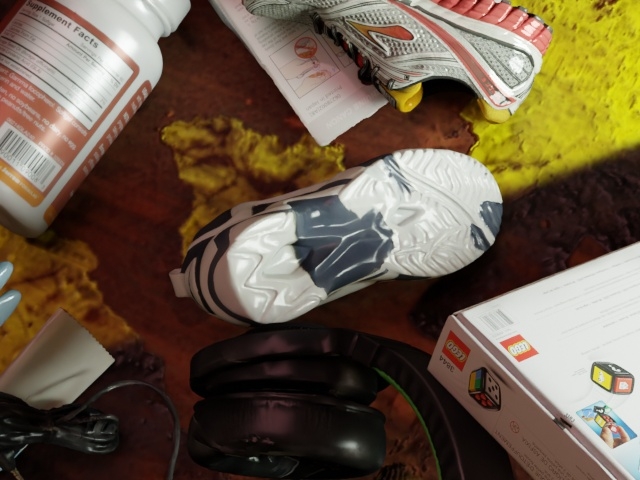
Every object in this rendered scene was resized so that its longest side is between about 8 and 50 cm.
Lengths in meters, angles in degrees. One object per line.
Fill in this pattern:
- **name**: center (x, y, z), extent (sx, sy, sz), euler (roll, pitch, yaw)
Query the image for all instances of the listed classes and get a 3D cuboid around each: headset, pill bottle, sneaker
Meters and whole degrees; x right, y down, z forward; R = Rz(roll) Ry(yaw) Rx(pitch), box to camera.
- **headset**: center (-0.057, 0.158, 1.119), extent (0.394, 0.185, 0.243), euler (15, 89, 49)
- **pill bottle**: center (-0.196, -0.119, 1.350), extent (0.121, 0.121, 0.216), euler (30, 76, 26)
- **sneaker**: center (0.000, 0.000, 1.254), extent (0.235, 0.094, 0.153), euler (-27, 12, -30)
- **sneaker**: center (0.047, -0.145, 1.297), extent (0.225, 0.088, 0.093), euler (17, 90, 13)

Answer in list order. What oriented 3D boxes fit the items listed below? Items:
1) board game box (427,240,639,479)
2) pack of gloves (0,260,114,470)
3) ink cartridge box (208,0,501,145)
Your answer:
- **board game box**: center (0.237, 0.079, 1.066), extent (0.305, 0.053, 0.193), euler (-18, 52, -38)
- **pack of gloves**: center (-0.271, 0.113, 1.223), extent (0.232, 0.195, 0.046), euler (-47, 56, -8)
- **ink cartridge box**: center (0.012, -0.203, 1.381), extent (0.181, 0.056, 0.225), euler (-35, 79, -1)
